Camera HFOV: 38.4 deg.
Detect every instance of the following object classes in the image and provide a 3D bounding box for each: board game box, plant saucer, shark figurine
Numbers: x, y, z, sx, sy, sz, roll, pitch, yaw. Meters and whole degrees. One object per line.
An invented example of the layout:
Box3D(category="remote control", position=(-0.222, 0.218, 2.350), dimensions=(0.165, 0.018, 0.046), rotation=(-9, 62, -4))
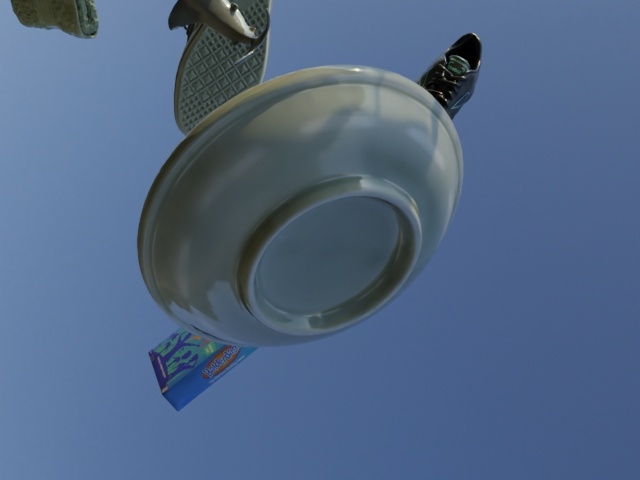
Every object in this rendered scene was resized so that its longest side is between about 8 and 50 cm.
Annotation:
Box3D(category="board game box", position=(-0.183, 0.170, 1.538), dimensions=(0.210, 0.047, 0.160), rotation=(-38, -154, -4))
Box3D(category="plant saucer", position=(0.000, 0.000, 1.039), dimensions=(0.400, 0.400, 0.100), rotation=(-55, -138, 24))
Box3D(category="shark figurine", position=(-0.179, -0.354, 1.448), dimensions=(0.116, 0.166, 0.278), rotation=(-34, -109, -11))

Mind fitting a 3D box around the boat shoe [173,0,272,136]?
Box3D(category="boat shoe", position=(-0.204, -0.459, 2.012), dimensions=(0.156, 0.186, 0.500), rotation=(-147, -110, -72))

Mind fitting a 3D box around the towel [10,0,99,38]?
Box3D(category="towel", position=(-0.266, -0.265, 0.866), dimensions=(0.110, 0.027, 0.148), rotation=(16, -48, 28))

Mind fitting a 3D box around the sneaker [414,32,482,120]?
Box3D(category="sneaker", position=(0.171, -0.222, 1.394), dimensions=(0.267, 0.101, 0.106), rotation=(-56, 174, -39))
